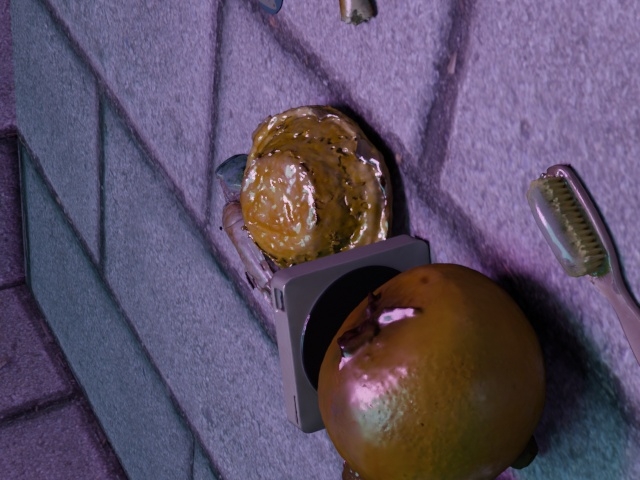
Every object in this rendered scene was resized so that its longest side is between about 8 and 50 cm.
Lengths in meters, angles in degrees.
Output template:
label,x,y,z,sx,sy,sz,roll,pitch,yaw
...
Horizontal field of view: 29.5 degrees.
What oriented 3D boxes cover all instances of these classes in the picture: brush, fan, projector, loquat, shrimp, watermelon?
label,x,y,z,sx,sy,sz,roll,pitch,yaw
brush,0.338,0.049,1.495,0.313,0.067,0.072,63,151,17
fan,-0.109,-0.468,2.149,0.175,0.005,0.113,47,143,43
projector,0.054,0.140,1.880,0.079,0.259,0.257,26,127,57
loquat,0.169,0.208,1.672,0.359,0.328,0.328,40,166,-24
shrimp,-0.094,0.060,2.274,0.360,0.085,0.247,56,177,47
watermelon,-0.156,-0.093,2.390,0.187,0.071,0.139,30,134,55

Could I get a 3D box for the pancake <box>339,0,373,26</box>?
label,x,y,z,sx,sy,sz,roll,pitch,yaw
pancake,-0.019,-0.484,1.911,0.376,0.054,0.197,60,151,29

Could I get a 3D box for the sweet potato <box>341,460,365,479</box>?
label,x,y,z,sx,sy,sz,roll,pitch,yaw
sweet potato,0.088,0.427,2.167,0.114,0.092,0.341,23,127,38

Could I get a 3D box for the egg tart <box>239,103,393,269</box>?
label,x,y,z,sx,sy,sz,roll,pitch,yaw
egg tart,-0.027,-0.063,1.987,0.341,0.132,0.341,9,103,44
